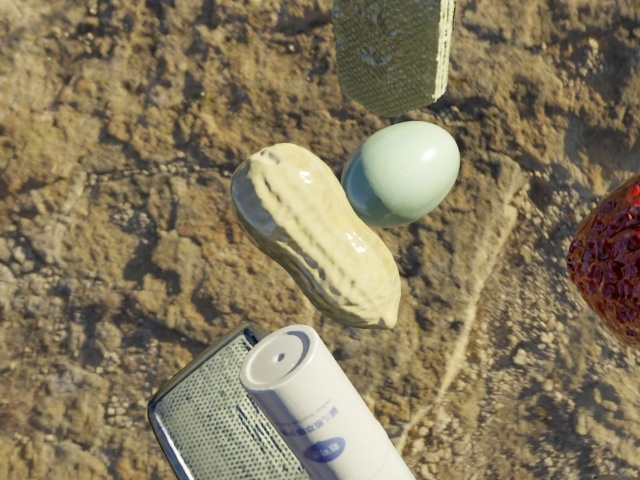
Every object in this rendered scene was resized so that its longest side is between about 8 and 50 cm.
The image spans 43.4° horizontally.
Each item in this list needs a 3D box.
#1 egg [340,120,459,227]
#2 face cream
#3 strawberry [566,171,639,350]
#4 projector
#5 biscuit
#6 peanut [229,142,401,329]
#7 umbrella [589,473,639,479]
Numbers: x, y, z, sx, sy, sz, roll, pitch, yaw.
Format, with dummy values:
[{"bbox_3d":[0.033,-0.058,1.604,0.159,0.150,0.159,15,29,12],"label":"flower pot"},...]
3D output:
[{"bbox_3d":[0.140,-0.116,1.398,0.231,0.168,0.168,-32,63,-19],"label":"egg"},{"bbox_3d":[0.024,0.188,0.708,0.077,0.250,0.077,-25,29,15],"label":"face cream"},{"bbox_3d":[0.528,0.031,1.186,0.318,0.345,0.295,-2,96,17],"label":"strawberry"},{"bbox_3d":[-0.011,0.367,1.169,0.242,0.395,0.405,-41,48,-4],"label":"projector"},{"bbox_3d":[0.081,-0.237,0.959,0.150,0.252,0.052,29,66,19],"label":"biscuit"},{"bbox_3d":[0.000,0.000,0.884,0.124,0.256,0.123,-31,28,19],"label":"peanut"},{"bbox_3d":[0.242,0.190,0.473,0.273,0.110,0.121,-19,64,31],"label":"umbrella"}]
